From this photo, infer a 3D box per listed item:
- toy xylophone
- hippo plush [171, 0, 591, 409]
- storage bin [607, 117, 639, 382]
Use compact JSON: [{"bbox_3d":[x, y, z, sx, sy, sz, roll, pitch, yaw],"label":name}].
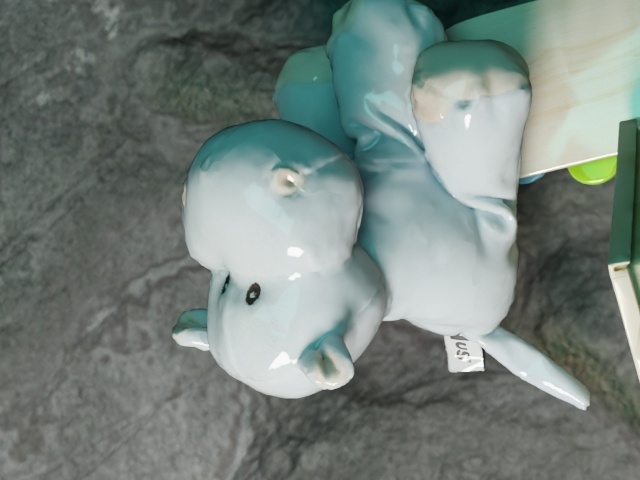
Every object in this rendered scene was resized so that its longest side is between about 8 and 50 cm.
[{"bbox_3d":[0.221,-0.147,1.201,0.322,0.081,0.236,-5,89,20],"label":"toy xylophone"},{"bbox_3d":[0.000,0.000,1.169,0.234,0.236,0.294,14,122,48],"label":"hippo plush"},{"bbox_3d":[0.264,0.074,1.055,0.123,0.262,0.260,-13,107,14],"label":"storage bin"}]
